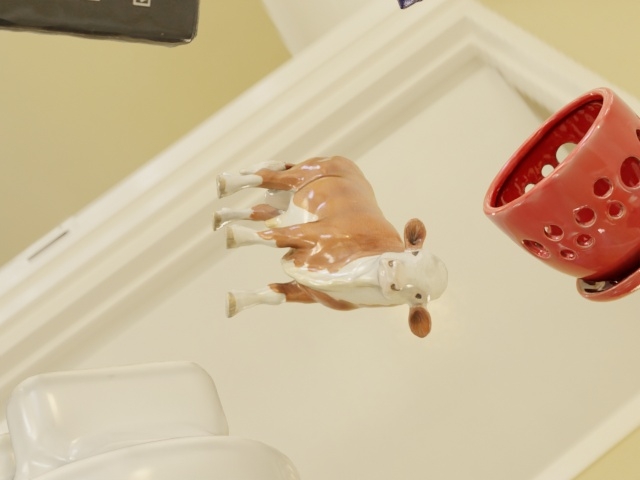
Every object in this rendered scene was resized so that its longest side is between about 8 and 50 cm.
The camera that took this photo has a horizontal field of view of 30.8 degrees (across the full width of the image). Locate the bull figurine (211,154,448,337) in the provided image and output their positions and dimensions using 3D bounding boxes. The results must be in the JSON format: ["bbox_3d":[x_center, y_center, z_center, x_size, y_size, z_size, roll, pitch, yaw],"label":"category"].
[{"bbox_3d":[0.000,0.000,1.095,0.310,0.188,0.101,-113,-156,-66],"label":"bull figurine"}]

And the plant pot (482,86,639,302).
[{"bbox_3d":[0.302,-0.044,1.262,0.174,0.191,0.191,40,-4,-9],"label":"plant pot"}]

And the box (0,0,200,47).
[{"bbox_3d":[-0.271,-0.271,0.623,0.212,0.395,0.294,19,-74,51],"label":"box"}]

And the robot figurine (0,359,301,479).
[{"bbox_3d":[-0.074,0.236,0.570,0.300,0.199,0.353,-54,-132,49],"label":"robot figurine"}]

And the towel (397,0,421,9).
[{"bbox_3d":[0.118,-0.333,0.787,0.228,0.308,0.076,52,6,-34],"label":"towel"}]
